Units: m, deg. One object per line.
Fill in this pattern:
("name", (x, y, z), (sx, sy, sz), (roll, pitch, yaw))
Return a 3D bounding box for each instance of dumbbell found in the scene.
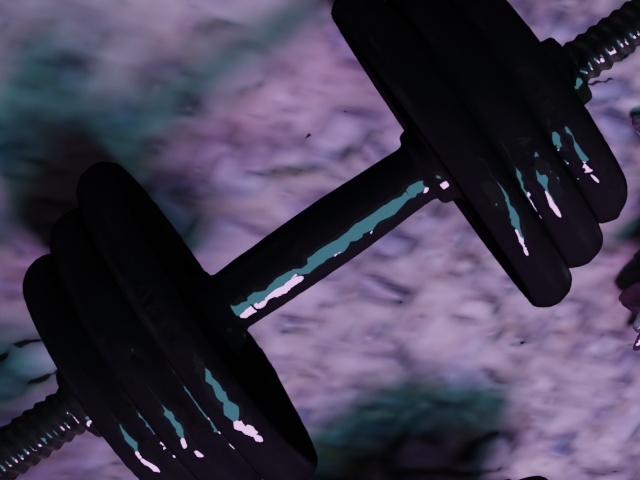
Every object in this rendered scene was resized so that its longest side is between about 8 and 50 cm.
("dumbbell", (0.000, 0.000, 0.513), (0.208, 0.099, 0.099), (-35, 138, 2))

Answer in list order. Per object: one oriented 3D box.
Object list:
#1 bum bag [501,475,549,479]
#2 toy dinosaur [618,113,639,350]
("bum bag", (0.020, 0.173, 0.708), (0.102, 0.069, 0.248), (-25, 141, -32))
("toy dinosaur", (0.149, 0.027, 0.669), (0.082, 0.039, 0.209), (-38, 127, 10))
